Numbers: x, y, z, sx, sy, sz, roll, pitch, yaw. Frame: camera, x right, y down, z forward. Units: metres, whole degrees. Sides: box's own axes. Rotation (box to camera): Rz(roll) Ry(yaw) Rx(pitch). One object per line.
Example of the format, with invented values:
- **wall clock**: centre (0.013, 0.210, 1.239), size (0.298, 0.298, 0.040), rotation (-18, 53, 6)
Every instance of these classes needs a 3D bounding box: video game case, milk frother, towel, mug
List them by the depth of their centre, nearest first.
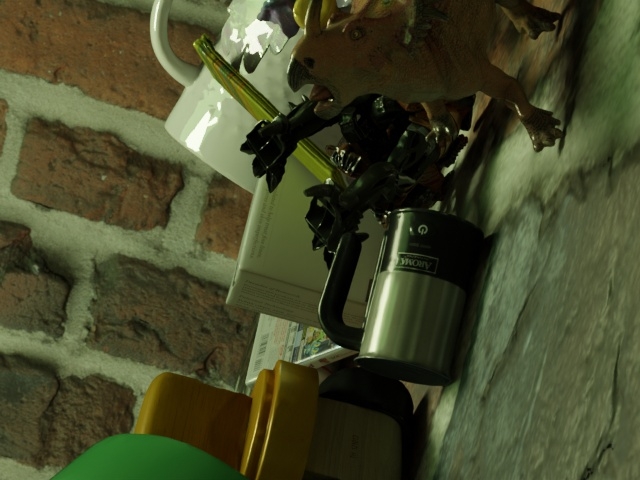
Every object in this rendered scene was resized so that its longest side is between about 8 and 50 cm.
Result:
- **milk frother**: centre (0.082, 0.057, 1.129), size (0.143, 0.129, 0.135), rotation (34, -114, -51)
- **towel**: centre (-0.051, -0.136, 1.457), size (0.021, 0.237, 0.102), rotation (-44, -21, -4)
- **video game case**: centre (-0.007, 0.085, 1.669), size (0.183, 0.023, 0.201), rotation (-24, 38, 33)
- **mug**: centre (-0.047, -0.243, 1.717), size (0.328, 0.374, 0.276), rotation (-57, 15, 6)

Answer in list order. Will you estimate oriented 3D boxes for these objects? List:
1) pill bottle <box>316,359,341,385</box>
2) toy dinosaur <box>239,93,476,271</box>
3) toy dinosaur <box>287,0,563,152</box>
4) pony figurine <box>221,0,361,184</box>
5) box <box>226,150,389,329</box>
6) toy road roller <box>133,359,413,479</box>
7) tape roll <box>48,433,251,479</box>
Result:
- **pill bottle**: centre (-0.010, 0.132, 1.727), size (0.087, 0.087, 0.160), rotation (113, 171, -49)
- **toy dinosaur**: centre (0.053, -0.102, 1.207), size (0.164, 0.218, 0.322), rotation (47, 164, 43)
- **toy dinosaur**: centre (0.089, -0.184, 0.987), size (0.127, 0.200, 0.295), rotation (-18, 38, 29)
- **pony figurine**: centre (0.053, -0.265, 1.371), size (0.351, 0.303, 0.363), rotation (-48, -13, 9)
- **box**: centre (0.000, 0.000, 1.528), size (0.119, 0.182, 0.181), rotation (117, 167, -64)
- **toy road roller**: centre (-0.065, 0.251, 1.159), size (0.202, 0.240, 0.329), rotation (-81, 10, -54)
- **tape roll**: centre (-0.101, 0.303, 1.007), size (0.077, 0.321, 0.321), rotation (-37, -22, -42)
